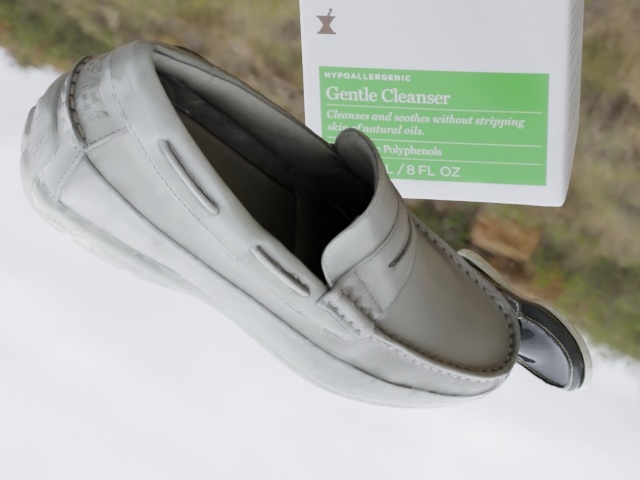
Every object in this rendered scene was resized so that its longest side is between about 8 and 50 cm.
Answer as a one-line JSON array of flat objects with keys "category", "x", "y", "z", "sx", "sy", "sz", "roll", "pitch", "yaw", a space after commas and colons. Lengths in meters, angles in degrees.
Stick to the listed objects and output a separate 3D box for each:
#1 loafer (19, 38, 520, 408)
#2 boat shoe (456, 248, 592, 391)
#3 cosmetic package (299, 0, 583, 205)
[{"category": "loafer", "x": 0.000, "y": 0.000, "z": 0.740, "sx": 0.319, "sy": 0.111, "sz": 0.112, "roll": 27, "pitch": -132, "yaw": -35}, {"category": "boat shoe", "x": 0.181, "y": 0.090, "z": 1.455, "sx": 0.079, "sy": 0.084, "sz": 0.233, "roll": -18, "pitch": -144, "yaw": -30}, {"category": "cosmetic package", "x": 0.090, "y": -0.223, "z": 1.018, "sx": 0.197, "sy": 0.365, "sz": 0.155, "roll": 2, "pitch": -153, "yaw": 14}]
